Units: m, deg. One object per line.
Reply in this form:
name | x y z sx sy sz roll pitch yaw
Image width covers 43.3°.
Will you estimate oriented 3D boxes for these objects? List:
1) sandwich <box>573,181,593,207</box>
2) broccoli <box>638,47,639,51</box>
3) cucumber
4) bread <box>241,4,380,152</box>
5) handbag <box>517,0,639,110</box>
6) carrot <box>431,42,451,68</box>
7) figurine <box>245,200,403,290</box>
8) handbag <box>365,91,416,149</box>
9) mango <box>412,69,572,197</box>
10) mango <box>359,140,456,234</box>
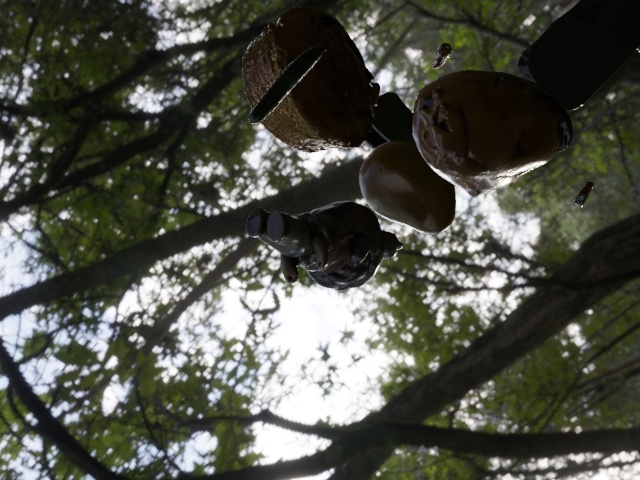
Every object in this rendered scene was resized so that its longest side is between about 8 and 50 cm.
sandwich | 0.700 -0.123 2.141 0.026 0.069 0.101 26 -138 19
broccoli | 0.942 -0.596 2.131 0.288 0.248 0.245 -11 -146 -9
cucumber | -0.062 -0.273 1.400 0.036 0.184 0.033 51 -164 29
bread | -0.020 -0.371 1.910 0.358 0.204 0.336 -1 -99 -54
handbag | 0.620 -0.460 1.828 0.191 0.332 0.075 49 -168 23
carrot | 0.304 -0.462 2.030 0.035 0.142 0.035 1 -103 -5
figurine | -0.001 0.000 1.840 0.381 0.248 0.203 14 -119 -49
handbag | 0.235 -0.315 2.407 0.260 0.079 0.247 45 -143 7
mango | 0.258 -0.168 1.259 0.287 0.201 0.153 16 -174 -43
mango | 0.226 -0.133 2.043 0.173 0.211 0.317 -6 -148 -37
